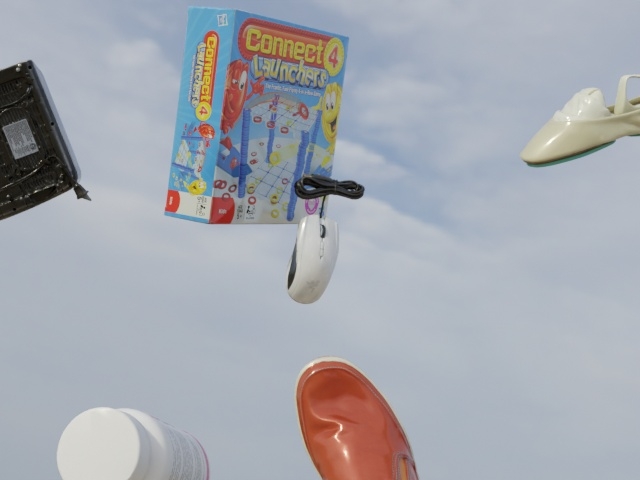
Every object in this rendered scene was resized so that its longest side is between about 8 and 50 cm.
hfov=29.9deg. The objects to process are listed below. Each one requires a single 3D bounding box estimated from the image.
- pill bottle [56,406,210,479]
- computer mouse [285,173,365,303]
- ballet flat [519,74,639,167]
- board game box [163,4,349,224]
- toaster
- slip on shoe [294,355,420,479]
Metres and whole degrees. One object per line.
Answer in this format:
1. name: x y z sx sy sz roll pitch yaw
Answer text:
1. pill bottle: -0.291 0.353 1.883 0.160 0.160 0.283 6 -16 16
2. computer mouse: 0.000 0.000 1.752 0.106 0.193 0.042 11 -1 -25
3. ballet flat: 0.348 -0.153 1.427 0.248 0.086 0.086 -14 -13 -13
4. board game box: -0.088 -0.178 1.797 0.086 0.302 0.308 11 7 32
5. toaster: -0.380 -0.105 1.420 0.168 0.186 0.110 -22 6 -3
6. slip on shoe: 0.059 0.286 1.405 0.123 0.331 0.101 -21 -18 -1
